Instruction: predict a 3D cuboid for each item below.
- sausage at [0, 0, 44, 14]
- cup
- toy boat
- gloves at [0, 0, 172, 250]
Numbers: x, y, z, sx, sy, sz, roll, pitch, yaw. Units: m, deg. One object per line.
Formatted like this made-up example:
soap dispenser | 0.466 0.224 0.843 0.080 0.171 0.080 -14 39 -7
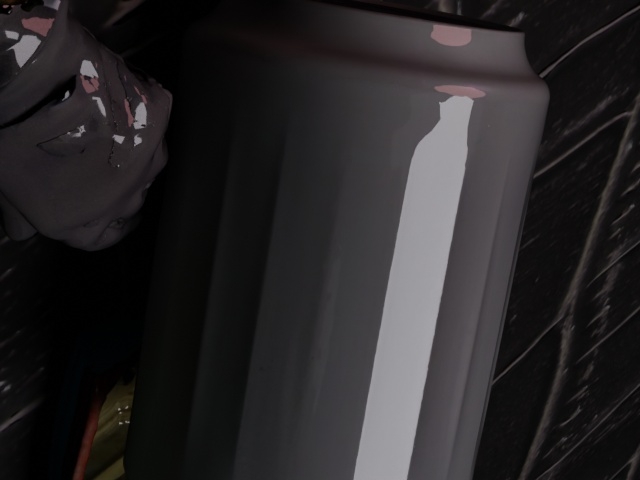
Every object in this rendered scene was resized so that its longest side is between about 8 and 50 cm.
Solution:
sausage | -0.101 -0.204 0.935 0.264 0.083 0.083 -46 156 -47
cup | 0.000 0.000 1.190 0.236 0.323 0.327 6 100 -16
toy boat | -0.161 0.210 1.365 0.136 0.079 0.392 -36 148 -39
gloves | -0.158 -0.068 1.028 0.142 0.119 0.285 -24 159 8
